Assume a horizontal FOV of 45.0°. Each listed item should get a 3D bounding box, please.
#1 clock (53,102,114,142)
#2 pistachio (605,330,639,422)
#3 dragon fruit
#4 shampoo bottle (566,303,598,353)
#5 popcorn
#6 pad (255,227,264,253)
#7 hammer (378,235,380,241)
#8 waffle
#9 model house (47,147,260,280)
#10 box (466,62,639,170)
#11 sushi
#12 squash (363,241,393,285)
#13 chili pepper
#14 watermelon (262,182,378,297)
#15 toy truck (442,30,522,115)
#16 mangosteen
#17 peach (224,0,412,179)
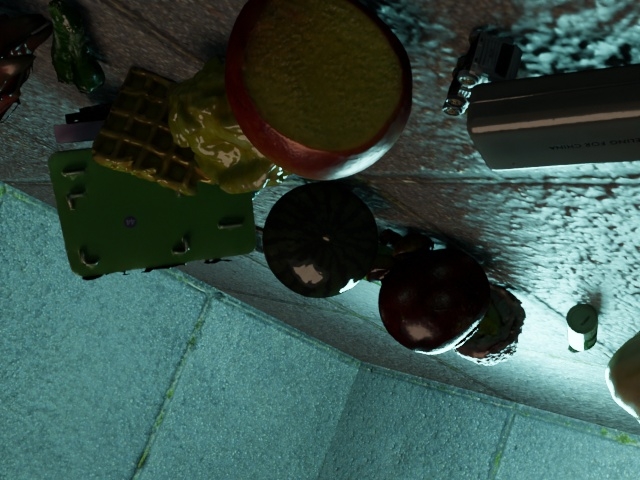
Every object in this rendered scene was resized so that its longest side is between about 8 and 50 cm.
[{"bbox_3d":[-0.390,-0.210,1.372,0.172,0.064,0.198,-11,-170,-37],"label":"clock"},{"bbox_3d":[0.610,0.221,1.243,0.229,0.230,0.308,28,149,-25],"label":"pistachio"},{"bbox_3d":[-0.522,-0.264,1.132,0.192,0.274,0.193,56,158,25],"label":"dragon fruit"},{"bbox_3d":[0.526,0.185,1.558,0.065,0.065,0.204,16,166,23],"label":"shampoo bottle"},{"bbox_3d":[-0.100,-0.157,1.029,0.197,0.156,0.198,30,153,17],"label":"popcorn"},{"bbox_3d":[-0.103,0.021,2.020,0.174,0.022,0.233,21,166,8],"label":"pad"},{"bbox_3d":[0.056,-0.003,1.662,0.058,0.029,0.292,27,165,-30],"label":"hammer"},{"bbox_3d":[-0.224,-0.156,1.185,0.210,0.161,0.055,22,167,1],"label":"waffle"},{"bbox_3d":[-0.295,-0.119,1.443,0.357,0.243,0.313,-9,-152,-7],"label":"model house"},{"bbox_3d":[0.261,-0.111,0.695,0.243,0.055,0.103,-1,158,28],"label":"box"},{"bbox_3d":[0.318,0.173,1.632,0.241,0.162,0.107,9,164,40],"label":"sushi"},{"bbox_3d":[0.121,0.049,1.580,0.082,0.082,0.292,10,171,41],"label":"squash"},{"bbox_3d":[-0.364,-0.289,1.114,0.088,0.059,0.227,27,165,-3],"label":"chili pepper"},{"bbox_3d":[0.000,0.000,1.357,0.212,0.212,0.212,21,167,5],"label":"watermelon"},{"bbox_3d":[0.165,-0.160,0.782,0.062,0.052,0.123,17,168,2],"label":"toy truck"},{"bbox_3d":[0.191,0.087,1.456,0.257,0.215,0.215,48,172,13],"label":"mangosteen"},{"bbox_3d":[-0.002,-0.161,0.771,0.190,0.190,0.192,16,162,22],"label":"peach"}]
